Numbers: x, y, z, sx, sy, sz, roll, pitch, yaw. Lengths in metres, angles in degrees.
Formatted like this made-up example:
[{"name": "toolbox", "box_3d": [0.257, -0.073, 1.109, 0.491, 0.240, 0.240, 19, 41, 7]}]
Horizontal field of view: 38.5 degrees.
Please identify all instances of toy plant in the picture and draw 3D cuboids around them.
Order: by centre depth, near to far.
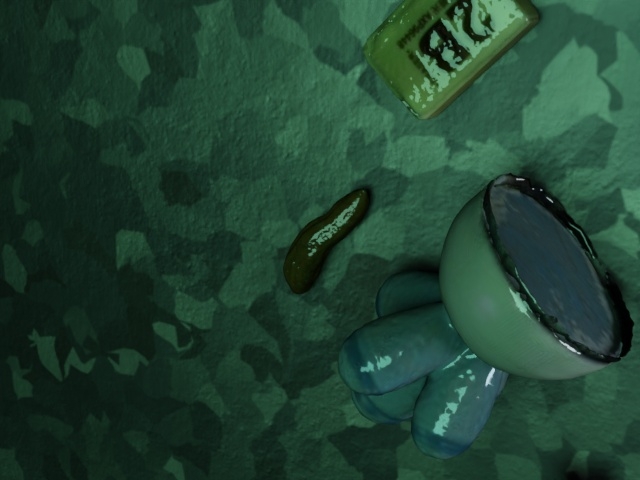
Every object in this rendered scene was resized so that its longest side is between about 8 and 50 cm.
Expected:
[{"name": "toy plant", "box_3d": [0.151, 0.110, 1.036, 0.247, 0.247, 0.332, 50, 122, 3]}]

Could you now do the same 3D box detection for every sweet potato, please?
[{"name": "sweet potato", "box_3d": [0.000, 0.000, 1.164, 0.054, 0.053, 0.182, 44, 120, 12]}]

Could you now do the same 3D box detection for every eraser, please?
[{"name": "eraser", "box_3d": [0.140, -0.229, 1.017, 0.117, 0.058, 0.172, 50, 120, 3]}]
